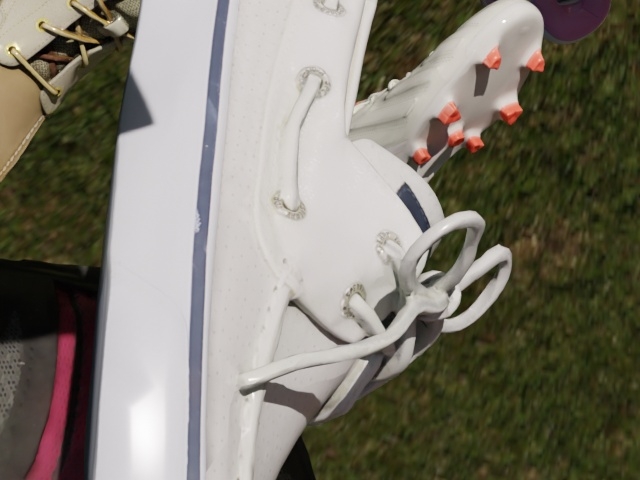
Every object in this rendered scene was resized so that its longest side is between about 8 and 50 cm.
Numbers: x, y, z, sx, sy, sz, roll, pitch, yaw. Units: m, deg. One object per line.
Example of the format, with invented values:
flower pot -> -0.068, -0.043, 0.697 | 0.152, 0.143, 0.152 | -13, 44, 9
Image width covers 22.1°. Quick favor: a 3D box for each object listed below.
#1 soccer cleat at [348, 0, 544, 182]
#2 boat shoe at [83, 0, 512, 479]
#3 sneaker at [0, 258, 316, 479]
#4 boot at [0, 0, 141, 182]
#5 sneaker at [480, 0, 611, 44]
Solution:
soccer cleat -> 0.043, -0.060, 0.866 | 0.076, 0.068, 0.196 | 56, 128, 28
boat shoe -> -0.001, 0.004, 0.617 | 0.156, 0.367, 0.136 | 7, 142, -5
sneaker -> -0.139, 0.087, 0.750 | 0.483, 0.202, 0.185 | 44, 145, -24
boot -> -0.131, -0.121, 0.937 | 0.165, 0.213, 0.077 | -1, 146, 36
sneaker -> 0.136, -0.258, 1.262 | 0.095, 0.104, 0.236 | -20, 95, -25
